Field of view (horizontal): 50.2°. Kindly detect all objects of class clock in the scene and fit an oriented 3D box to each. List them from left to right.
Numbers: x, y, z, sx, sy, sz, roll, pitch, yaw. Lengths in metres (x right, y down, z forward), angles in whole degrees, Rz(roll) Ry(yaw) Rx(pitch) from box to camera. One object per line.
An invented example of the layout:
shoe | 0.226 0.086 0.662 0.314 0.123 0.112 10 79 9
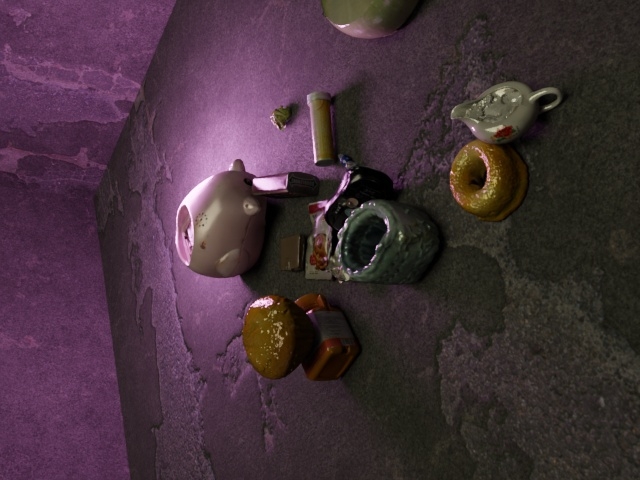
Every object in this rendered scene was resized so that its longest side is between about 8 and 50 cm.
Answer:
clock | -0.340 -0.065 2.346 0.376 0.251 0.368 -58 42 34

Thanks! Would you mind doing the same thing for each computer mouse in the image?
computer mouse | 0.102 -0.112 1.805 0.233 0.137 0.096 -53 24 40

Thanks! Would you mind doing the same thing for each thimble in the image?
thimble | 0.159 0.005 1.657 0.250 0.172 0.204 -15 70 56

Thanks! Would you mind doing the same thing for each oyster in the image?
oyster | 0.070 0.071 1.886 0.108 0.053 0.165 -45 35 8

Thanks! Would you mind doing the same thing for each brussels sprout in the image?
brussels sprout | -0.139 -0.417 2.286 0.085 0.058 0.085 -48 30 40

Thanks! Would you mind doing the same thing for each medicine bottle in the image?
medicine bottle | 0.001 0.262 1.900 0.149 0.112 0.222 -59 41 33
medicine bottle | 0.005 -0.332 2.041 0.074 0.074 0.218 -24 67 52

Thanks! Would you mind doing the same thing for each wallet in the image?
wallet | -0.087 0.041 2.134 0.153 0.039 0.117 -7 78 63

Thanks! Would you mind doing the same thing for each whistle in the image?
whistle | 0.076 -0.227 1.953 0.033 0.029 0.083 -40 47 -2

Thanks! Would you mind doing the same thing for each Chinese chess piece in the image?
Chinese chess piece | 0.144 -0.718 1.830 0.349 0.147 0.349 -14 72 54

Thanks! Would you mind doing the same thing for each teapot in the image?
teapot | 0.391 -0.266 1.418 0.226 0.092 0.145 -15 56 32

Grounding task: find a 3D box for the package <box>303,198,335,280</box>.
package | 0.000 0.000 2.023 0.154 0.030 0.239 -3 82 58

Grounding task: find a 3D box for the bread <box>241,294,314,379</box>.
bread | -0.113 0.260 1.842 0.240 0.139 0.239 -11 77 56

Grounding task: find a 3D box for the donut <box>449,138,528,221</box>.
donut | 0.353 -0.136 1.476 0.174 0.075 0.190 -41 52 46

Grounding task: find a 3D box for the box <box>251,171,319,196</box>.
box | -0.113 -0.170 2.145 0.224 0.120 0.068 -1 84 58
